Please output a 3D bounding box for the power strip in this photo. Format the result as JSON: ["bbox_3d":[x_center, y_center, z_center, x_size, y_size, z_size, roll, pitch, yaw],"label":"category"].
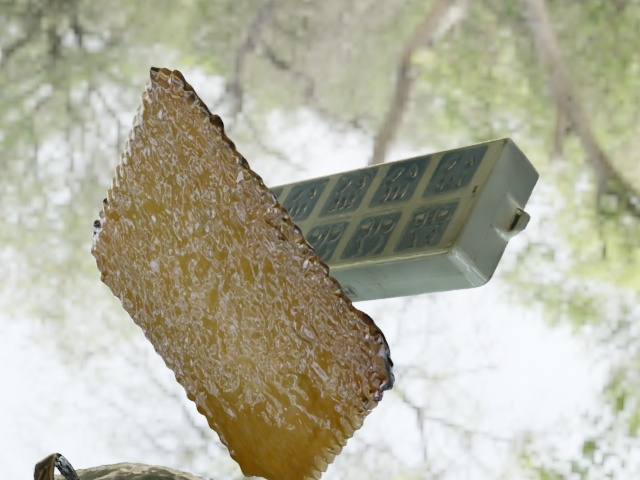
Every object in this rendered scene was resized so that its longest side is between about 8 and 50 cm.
[{"bbox_3d":[0.000,0.000,1.189,0.367,0.106,0.043,-10,132,47],"label":"power strip"}]

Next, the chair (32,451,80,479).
[{"bbox_3d":[-0.158,0.216,0.465,0.170,0.159,0.325,-8,-154,7],"label":"chair"}]

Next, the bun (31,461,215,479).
[{"bbox_3d":[-0.160,0.332,1.167,0.362,0.362,0.211,7,163,27],"label":"bun"}]

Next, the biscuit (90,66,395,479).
[{"bbox_3d":[-0.057,0.038,0.978,0.013,0.232,0.237,-29,162,-31],"label":"biscuit"}]
